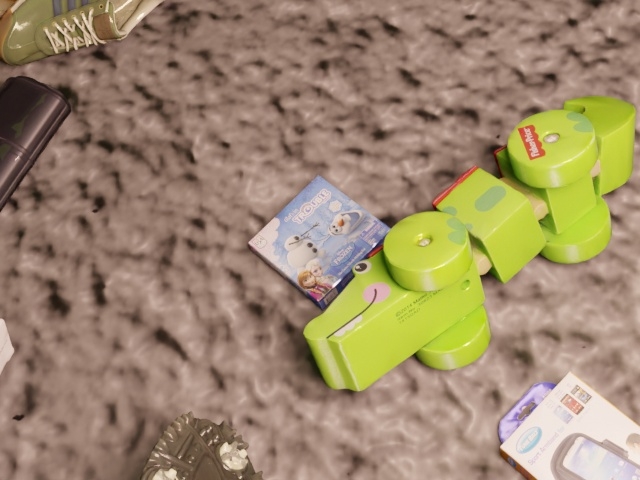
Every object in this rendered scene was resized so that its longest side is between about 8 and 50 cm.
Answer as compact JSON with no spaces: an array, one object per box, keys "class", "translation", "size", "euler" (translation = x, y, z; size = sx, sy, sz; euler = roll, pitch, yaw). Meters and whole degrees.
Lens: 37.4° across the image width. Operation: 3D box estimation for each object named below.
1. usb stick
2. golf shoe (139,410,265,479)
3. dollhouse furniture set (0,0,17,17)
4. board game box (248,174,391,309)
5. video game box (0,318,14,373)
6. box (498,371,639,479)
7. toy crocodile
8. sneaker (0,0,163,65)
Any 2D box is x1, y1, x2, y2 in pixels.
[{"class":"usb stick","translation":[-0.335,-0.041,0.895],"size":[0.077,0.045,0.278],"euler":[23,68,14]},{"class":"golf shoe","translation":[-0.106,0.250,0.648],"size":[0.120,0.105,0.273],"euler":[-41,35,38]},{"class":"dollhouse furniture set","translation":[-0.427,-0.353,1.022],"size":[0.302,0.151,0.197],"euler":[10,64,16]},{"class":"board game box","translation":[0.000,0.000,0.819],"size":[0.090,0.020,0.090],"euler":[38,75,28]},{"class":"video game box","translation":[-0.377,0.131,0.753],"size":[0.205,0.048,0.187],"euler":[3,35,3]},{"class":"box","translation":[0.197,0.160,0.688],"size":[0.081,0.028,0.136],"euler":[-44,64,-13]},{"class":"toy crocodile","translation":[0.127,-0.007,0.746],"size":[0.340,0.115,0.105],"euler":[-38,42,-12]},{"class":"sneaker","translation":[-0.239,-0.232,0.966],"size":[0.192,0.064,0.086],"euler":[-38,56,-13]}]
